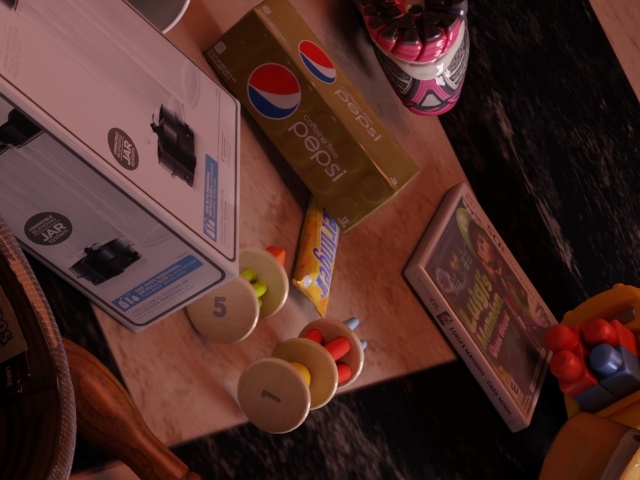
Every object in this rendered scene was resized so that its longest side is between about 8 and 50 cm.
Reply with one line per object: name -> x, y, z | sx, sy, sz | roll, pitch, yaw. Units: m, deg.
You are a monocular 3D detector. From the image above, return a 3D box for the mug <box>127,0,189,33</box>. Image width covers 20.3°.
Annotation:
mug -> -0.144, -0.241, 1.242 | 0.169, 0.113, 0.150 | -89, 168, -51

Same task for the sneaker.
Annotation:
sneaker -> 0.076, -0.241, 1.667 | 0.112, 0.121, 0.299 | 77, 8, -45

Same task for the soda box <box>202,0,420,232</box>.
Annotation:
soda box -> -0.006, -0.100, 1.388 | 0.181, 0.061, 0.058 | 51, 30, -3

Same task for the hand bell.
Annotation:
hand bell -> -0.087, 0.139, 1.025 | 0.242, 0.126, 0.126 | 45, 28, -3

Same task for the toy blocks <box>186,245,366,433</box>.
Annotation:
toy blocks -> -0.021, 0.056, 1.241 | 0.123, 0.054, 0.148 | 61, 26, -1

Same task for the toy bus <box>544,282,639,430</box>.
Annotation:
toy bus -> 0.282, 0.117, 1.628 | 0.211, 0.149, 0.220 | 37, 33, -31

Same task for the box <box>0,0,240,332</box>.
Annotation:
box -> -0.173, -0.093, 1.081 | 0.290, 0.087, 0.169 | 41, 32, -34

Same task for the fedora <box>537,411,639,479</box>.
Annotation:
fedora -> 0.223, 0.199, 1.468 | 0.079, 0.194, 0.194 | 27, 21, 15

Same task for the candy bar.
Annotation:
candy bar -> 0.000, 0.000, 1.376 | 0.040, 0.018, 0.161 | 48, 30, -25

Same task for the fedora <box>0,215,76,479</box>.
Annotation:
fedora -> -0.230, 0.053, 0.792 | 0.275, 0.124, 0.244 | 25, 45, -62

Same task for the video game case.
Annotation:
video game case -> 0.148, 0.055, 1.581 | 0.173, 0.022, 0.190 | 55, 27, -11
